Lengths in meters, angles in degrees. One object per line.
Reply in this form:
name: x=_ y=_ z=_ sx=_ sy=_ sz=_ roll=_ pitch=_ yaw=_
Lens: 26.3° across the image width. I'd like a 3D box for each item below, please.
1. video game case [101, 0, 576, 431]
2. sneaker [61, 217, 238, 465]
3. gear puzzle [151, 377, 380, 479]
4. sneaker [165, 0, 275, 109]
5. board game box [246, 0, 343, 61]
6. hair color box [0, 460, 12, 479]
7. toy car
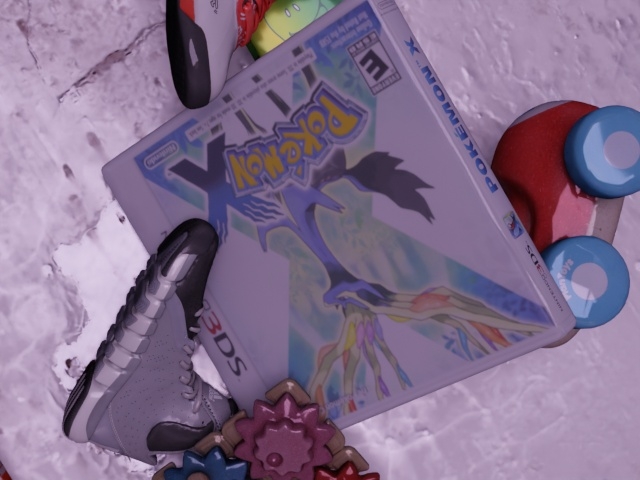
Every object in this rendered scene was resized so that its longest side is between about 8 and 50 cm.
video game case: x=0.000 y=0.000 z=1.111 sx=0.036 sy=0.329 sz=0.300 roll=-33 pitch=93 yaw=-53
sneaker: x=-0.114 y=0.097 z=1.169 sx=0.132 sy=0.086 sz=0.228 roll=29 pitch=108 yaw=-14
gear puzzle: x=0.013 y=0.288 z=1.172 sx=0.175 sy=0.044 sz=0.339 roll=-36 pitch=105 yaw=13
sneaker: x=-0.052 y=-0.220 z=1.105 sx=0.145 sy=0.090 sz=0.270 roll=1 pitch=54 yaw=-12
board game box: x=-0.051 y=-0.242 z=1.219 sx=0.092 sy=0.043 sz=0.181 roll=-31 pitch=92 yaw=-8
hair color box: x=-0.332 y=0.182 z=1.159 sx=0.093 sy=0.053 sz=0.167 roll=-32 pitch=93 yaw=-9
toy car: x=0.126 y=-0.035 z=1.148 sx=0.238 sy=0.219 sz=0.210 roll=16 pitch=85 yaw=-6
